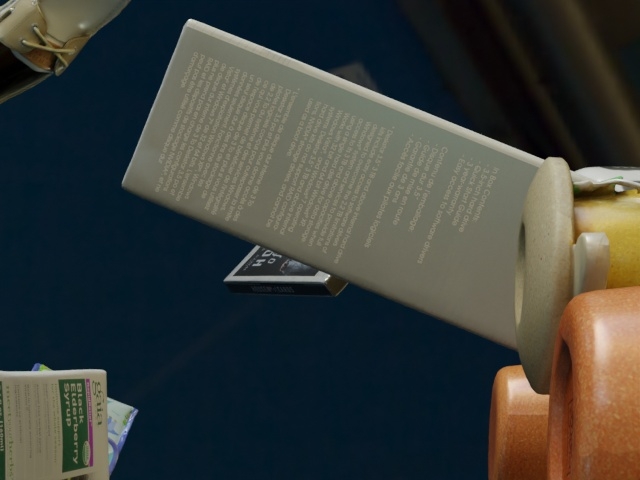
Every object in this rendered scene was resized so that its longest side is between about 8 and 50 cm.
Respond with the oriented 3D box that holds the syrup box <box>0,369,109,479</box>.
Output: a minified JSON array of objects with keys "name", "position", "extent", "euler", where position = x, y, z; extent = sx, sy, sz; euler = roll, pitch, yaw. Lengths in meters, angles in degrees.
[{"name":"syrup box","position":[-0.226,0.137,0.961],"extent":[0.237,0.096,0.093],"euler":[25,-118,-78]}]

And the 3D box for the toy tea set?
[{"name":"toy tea set","position":[0.129,0.076,0.461],"extent":[0.336,0.124,0.200],"euler":[-76,-11,-73]}]

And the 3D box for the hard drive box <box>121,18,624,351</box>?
[{"name":"hard drive box","position":[0.034,-0.020,0.716],"extent":[0.181,0.232,0.089],"euler":[-15,-53,-87]}]

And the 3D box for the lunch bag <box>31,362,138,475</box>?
[{"name":"lunch bag","position":[-0.281,0.220,1.477],"extent":[0.129,0.096,0.151],"euler":[26,-147,-4]}]

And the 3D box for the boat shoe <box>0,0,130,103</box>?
[{"name":"boat shoe","position":[-0.312,-0.236,1.572],"extent":[0.113,0.302,0.103],"euler":[29,-134,-37]}]

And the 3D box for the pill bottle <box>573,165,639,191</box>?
[{"name":"pill bottle","position":[0.282,0.018,1.160],"extent":[0.161,0.283,0.161],"euler":[180,90,-80]}]

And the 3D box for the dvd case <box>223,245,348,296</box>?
[{"name":"dvd case","position":[0.000,0.000,1.710],"extent":[0.179,0.239,0.029],"euler":[-48,-66,-25]}]
